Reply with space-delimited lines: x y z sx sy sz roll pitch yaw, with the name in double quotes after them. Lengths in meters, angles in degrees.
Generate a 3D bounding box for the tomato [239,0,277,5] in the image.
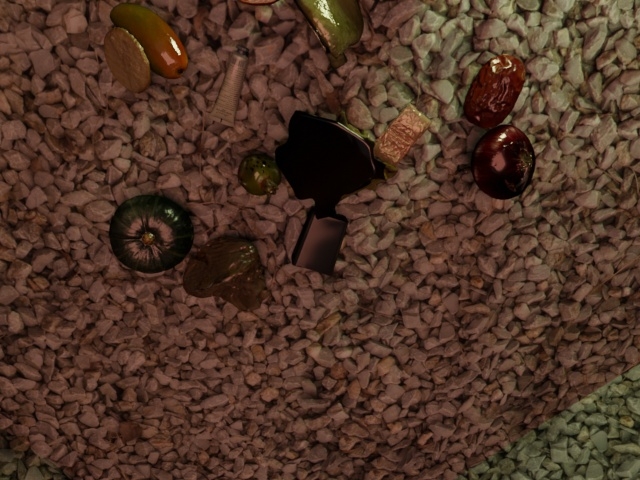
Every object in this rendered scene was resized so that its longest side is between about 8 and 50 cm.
-0.197 -0.872 1.602 0.236 0.095 0.237 0 109 1 "tomato"

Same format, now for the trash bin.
0.000 0.000 1.942 0.165 0.115 0.226 17 108 -10 "trash bin"

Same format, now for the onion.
0.646 -0.285 1.838 0.273 0.285 0.273 -3 95 -37 "onion"

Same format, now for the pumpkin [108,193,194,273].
-0.620 -0.025 1.852 0.300 0.207 0.300 -1 98 -8 "pumpkin"

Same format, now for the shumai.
-0.344 0.137 1.978 0.346 0.217 0.283 -32 141 20 "shumai"

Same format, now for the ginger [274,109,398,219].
0.044 -0.286 1.811 0.413 0.211 0.358 37 118 -6 "ginger"

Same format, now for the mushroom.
0.043 -0.711 1.612 0.211 0.217 0.292 -22 110 1 "mushroom"

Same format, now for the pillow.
0.296 -0.385 1.848 0.126 0.043 0.232 37 107 -10 "pillow"

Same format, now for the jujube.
0.606 -0.515 1.744 0.174 0.174 0.251 23 100 -12 "jujube"

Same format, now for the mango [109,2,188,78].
-0.551 -0.661 1.642 0.146 0.129 0.289 -27 108 35 "mango"

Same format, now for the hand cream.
-0.310 -0.539 1.749 0.095 0.059 0.276 18 114 -11 "hand cream"

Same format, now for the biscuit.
-0.641 -0.593 1.656 0.219 0.033 0.220 23 136 25 "biscuit"

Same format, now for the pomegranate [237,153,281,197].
-0.212 -0.228 1.800 0.159 0.205 0.159 -18 131 -22 "pomegranate"
